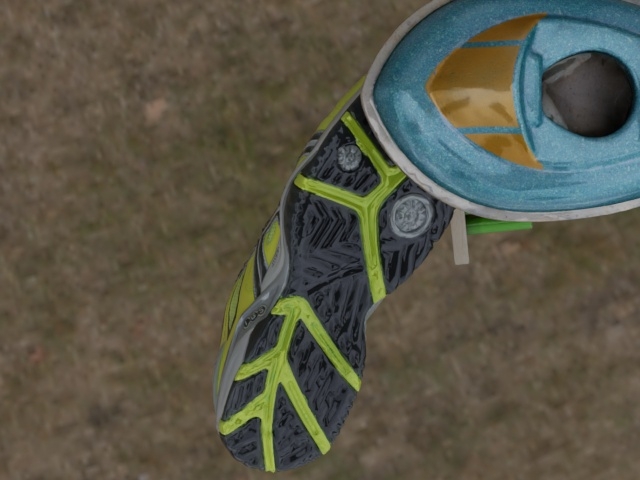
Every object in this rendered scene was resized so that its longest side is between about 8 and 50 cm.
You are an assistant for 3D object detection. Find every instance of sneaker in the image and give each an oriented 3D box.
[{"bbox_3d":[0.000,0.000,1.464,0.145,0.147,0.384,24,101,-25],"label":"sneaker"}]

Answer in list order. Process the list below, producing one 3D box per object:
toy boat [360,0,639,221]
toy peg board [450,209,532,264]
[{"bbox_3d":[0.161,-0.173,1.325,0.268,0.318,0.148,-3,177,-7],"label":"toy boat"},{"bbox_3d":[0.156,-0.089,1.656,0.079,0.160,0.161,-5,140,5],"label":"toy peg board"}]
